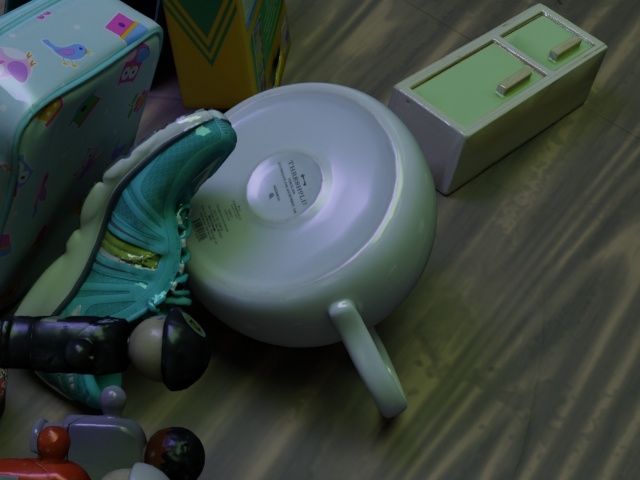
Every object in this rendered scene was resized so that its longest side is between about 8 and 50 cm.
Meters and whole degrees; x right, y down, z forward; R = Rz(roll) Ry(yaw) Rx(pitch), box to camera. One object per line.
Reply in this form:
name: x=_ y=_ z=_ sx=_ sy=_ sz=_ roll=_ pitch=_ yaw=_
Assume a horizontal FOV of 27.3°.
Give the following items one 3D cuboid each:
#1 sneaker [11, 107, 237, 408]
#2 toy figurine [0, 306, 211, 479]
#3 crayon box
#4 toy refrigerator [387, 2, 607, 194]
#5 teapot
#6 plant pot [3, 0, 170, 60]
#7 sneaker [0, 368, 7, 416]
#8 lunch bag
sneaker: x=-0.142 y=0.016 z=1.079 sx=0.110 sy=0.275 sz=0.107 roll=40 pitch=17 yaw=21
toy figurine: x=-0.155 y=0.168 z=0.938 sx=0.148 sy=0.209 sz=0.213 roll=2 pitch=44 yaw=3
crayon box: x=-0.100 y=-0.279 z=1.342 sx=0.083 sy=0.322 sz=0.203 roll=1 pitch=43 yaw=9
toy refrigerator: x=0.193 y=-0.163 z=1.446 sx=0.102 sy=0.094 sz=0.269 roll=39 pitch=48 yaw=23
teapot: x=0.000 y=0.000 z=1.178 sx=0.253 sy=0.187 sz=0.256 roll=15 pitch=68 yaw=27
plant pot: x=-0.220 y=-0.317 z=1.447 sx=0.166 sy=0.165 sz=0.234 roll=18 pitch=37 yaw=2
sneaker: x=-0.352 y=0.128 z=0.972 sx=0.270 sy=0.145 sz=0.090 roll=-30 pitch=59 yaw=-36
lunch bag: x=-0.243 y=-0.076 z=1.116 sx=0.108 sy=0.279 sz=0.224 roll=34 pitch=44 yaw=7
